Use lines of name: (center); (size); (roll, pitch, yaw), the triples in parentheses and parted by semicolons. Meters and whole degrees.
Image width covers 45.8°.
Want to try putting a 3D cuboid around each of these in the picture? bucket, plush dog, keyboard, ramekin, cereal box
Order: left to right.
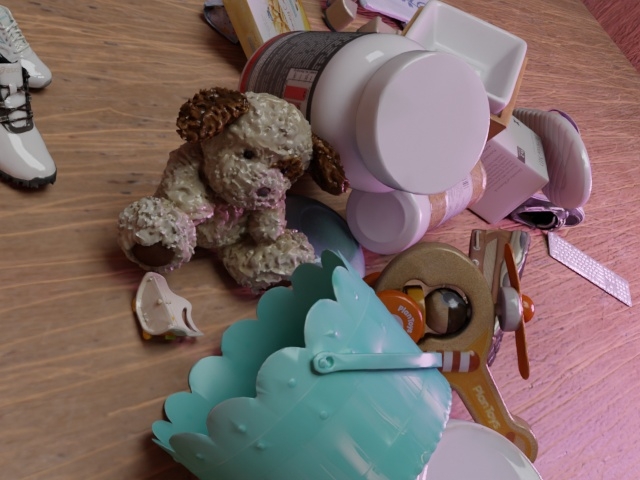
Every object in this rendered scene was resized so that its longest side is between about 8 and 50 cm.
plush dog: (-0.099, -0.081, 0.919); (0.262, 0.225, 0.210); (17, 40, -38)
cereal box: (-0.086, -0.390, 1.320); (0.240, 0.047, 0.173); (-74, 147, -50)
bucket: (-0.014, 0.161, 0.771); (0.183, 0.281, 0.281); (46, 36, -10)
ramekin: (0.154, 0.329, 0.863); (0.273, 0.127, 0.272); (20, 47, -24)
keyboard: (0.585, 0.062, 1.643); (0.256, 0.014, 0.072); (29, 40, -21)

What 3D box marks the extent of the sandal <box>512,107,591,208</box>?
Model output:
sandal: (0.491, -0.198, 1.572); (0.102, 0.169, 0.416); (-5, 26, -4)

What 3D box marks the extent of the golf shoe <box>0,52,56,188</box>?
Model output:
golf shoe: (-0.362, -0.151, 0.861); (0.198, 0.094, 0.077); (51, 36, 4)

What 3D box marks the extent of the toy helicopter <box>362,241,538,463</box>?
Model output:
toy helicopter: (0.212, 0.161, 1.043); (0.355, 0.235, 0.140); (61, 3, -9)

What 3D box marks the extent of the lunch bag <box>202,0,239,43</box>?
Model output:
lunch bag: (-0.158, -0.393, 1.315); (0.083, 0.053, 0.071); (37, 33, -6)

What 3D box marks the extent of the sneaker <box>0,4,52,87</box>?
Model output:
sneaker: (-0.398, -0.252, 0.946); (0.152, 0.061, 0.053); (41, 35, -9)

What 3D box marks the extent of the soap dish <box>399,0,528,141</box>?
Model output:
soap dish: (0.238, -0.298, 1.345); (0.229, 0.118, 0.291); (26, 41, 3)

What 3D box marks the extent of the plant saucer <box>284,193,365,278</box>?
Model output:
plant saucer: (0.000, 0.000, 1.116); (0.195, 0.037, 0.195); (25, 42, -25)

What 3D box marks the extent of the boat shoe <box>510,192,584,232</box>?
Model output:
boat shoe: (0.476, -0.051, 1.598); (0.219, 0.077, 0.070); (10, 48, -28)

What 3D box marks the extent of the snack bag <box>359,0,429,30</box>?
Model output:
snack bag: (0.157, -0.626, 1.851); (0.343, 0.037, 0.323); (2, 54, -44)

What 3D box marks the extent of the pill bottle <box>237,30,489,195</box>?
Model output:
pill bottle: (0.046, -0.180, 1.043); (0.210, 0.210, 0.363); (18, 5, -33)

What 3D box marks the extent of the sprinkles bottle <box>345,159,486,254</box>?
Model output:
sprinkles bottle: (0.170, -0.075, 1.250); (0.121, 0.121, 0.355); (52, 31, 8)

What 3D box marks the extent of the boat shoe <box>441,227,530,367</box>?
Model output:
boat shoe: (0.249, 0.098, 1.222); (0.117, 0.123, 0.324); (16, 44, 16)

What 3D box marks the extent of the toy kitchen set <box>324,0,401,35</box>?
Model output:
toy kitchen set: (0.087, -0.507, 1.636); (0.166, 0.122, 0.207); (24, 62, -28)

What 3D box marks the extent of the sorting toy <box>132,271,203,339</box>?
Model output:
sorting toy: (-0.169, 0.086, 0.872); (0.075, 0.045, 0.083); (21, 31, -49)

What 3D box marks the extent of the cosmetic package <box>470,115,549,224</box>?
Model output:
cosmetic package: (0.321, -0.162, 1.480); (0.184, 0.151, 0.151); (32, 39, -19)
